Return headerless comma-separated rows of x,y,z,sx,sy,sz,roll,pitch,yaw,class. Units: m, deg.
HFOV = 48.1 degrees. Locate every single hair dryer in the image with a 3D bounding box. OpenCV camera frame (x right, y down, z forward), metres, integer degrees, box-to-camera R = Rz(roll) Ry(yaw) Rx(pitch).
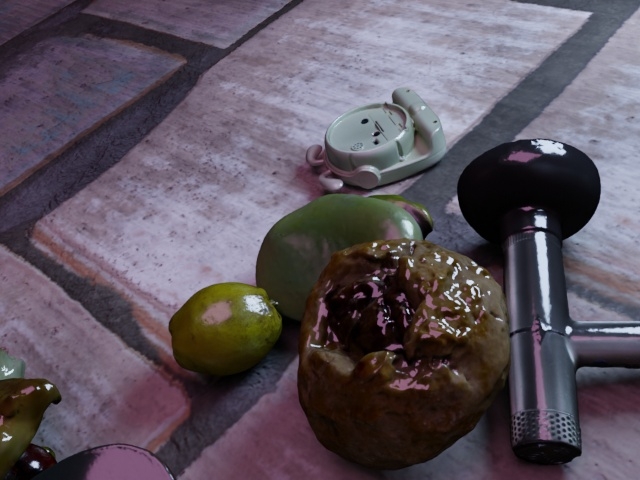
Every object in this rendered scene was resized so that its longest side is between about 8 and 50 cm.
0.303,0.061,0.730,0.284,0.155,0.320,1,55,-6,hair dryer

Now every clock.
0.074,-0.141,1.036,0.191,0.062,0.151,-23,41,-3,clock

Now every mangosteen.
-0.314,0.249,0.755,0.081,0.081,0.081,-11,42,10,mangosteen

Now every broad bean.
0.025,0.014,0.855,0.228,0.100,0.169,-24,55,6,broad bean

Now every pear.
-0.108,0.100,0.820,0.132,0.107,0.107,-20,40,-8,pear

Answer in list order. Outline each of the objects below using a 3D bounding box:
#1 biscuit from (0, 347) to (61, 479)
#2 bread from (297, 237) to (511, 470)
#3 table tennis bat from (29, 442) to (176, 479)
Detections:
-0.384,0.206,0.746,0.335,0.078,0.329,-35,32,22,biscuit
0.065,0.097,0.683,0.230,0.123,0.229,-29,45,34,bread
-0.266,0.313,0.672,0.301,0.022,0.173,-30,63,-11,table tennis bat
